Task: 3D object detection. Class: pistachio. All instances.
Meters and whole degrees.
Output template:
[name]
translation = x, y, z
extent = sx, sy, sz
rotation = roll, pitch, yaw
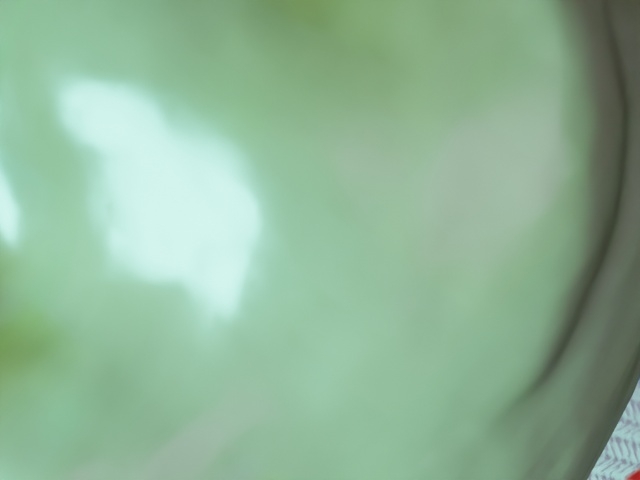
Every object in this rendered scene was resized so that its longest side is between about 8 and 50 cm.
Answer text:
[pistachio]
translation = 0.000, 0.000, 0.478
extent = 0.365, 0.281, 0.445
rotation = 36, 82, -16
